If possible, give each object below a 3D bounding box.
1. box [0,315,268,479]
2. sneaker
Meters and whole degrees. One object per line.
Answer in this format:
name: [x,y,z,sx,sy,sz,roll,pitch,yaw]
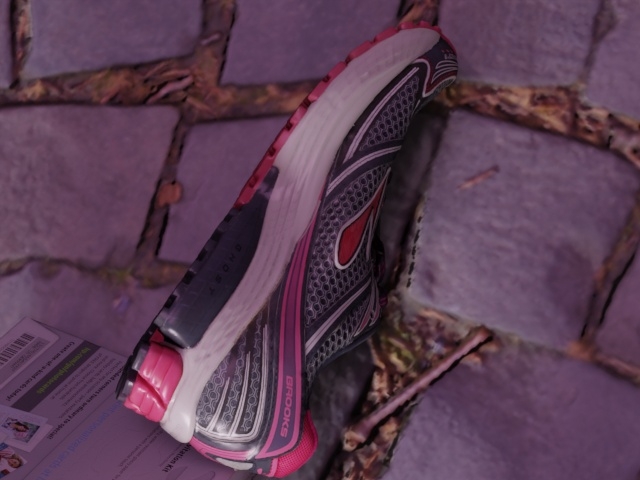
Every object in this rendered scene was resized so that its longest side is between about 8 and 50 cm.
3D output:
box: [-0.136,0.123,1.073,0.186,0.038,0.145,18,40,24]
sneaker: [0.000,0.000,1.086,0.112,0.121,0.299,34,67,-4]
